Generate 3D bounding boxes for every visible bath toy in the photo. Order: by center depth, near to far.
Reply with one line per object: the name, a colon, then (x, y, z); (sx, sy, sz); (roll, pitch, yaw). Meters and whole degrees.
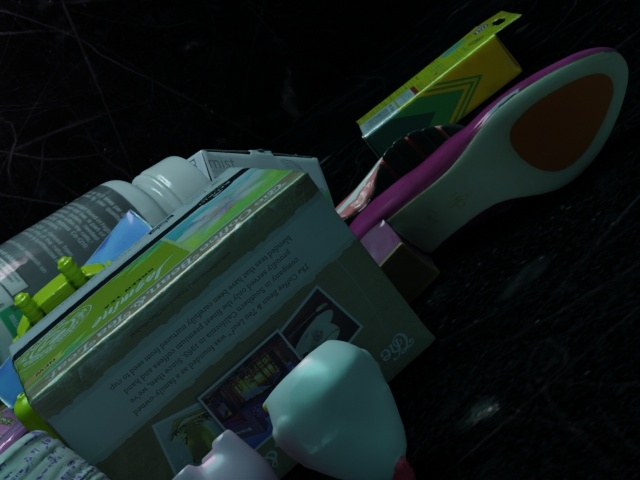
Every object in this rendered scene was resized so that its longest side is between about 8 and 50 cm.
bath toy: (-0.065, 0.224, 0.938); (0.348, 0.129, 0.151); (-42, -8, -19)

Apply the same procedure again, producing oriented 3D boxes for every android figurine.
android figurine: (-0.239, 0.138, 1.482); (0.248, 0.273, 0.056); (-39, 25, -9)

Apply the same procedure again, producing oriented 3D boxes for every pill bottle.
pill bottle: (-0.298, 0.047, 1.706); (0.361, 0.204, 0.204); (-35, 8, -25)

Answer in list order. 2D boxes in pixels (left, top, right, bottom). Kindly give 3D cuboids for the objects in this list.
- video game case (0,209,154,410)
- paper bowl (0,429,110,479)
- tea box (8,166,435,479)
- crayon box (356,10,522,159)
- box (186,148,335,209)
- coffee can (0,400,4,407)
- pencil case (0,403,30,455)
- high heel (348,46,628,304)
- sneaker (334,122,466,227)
video game case: (-0.244, 0.125, 1.602); (0.269, 0.061, 0.244); (-51, -32, -2)
paper bowl: (-0.259, 0.307, 1.043); (0.284, 0.148, 0.284); (-56, -2, -3)
tea box: (-0.115, 0.107, 1.306); (0.329, 0.220, 0.323); (-41, 15, -11)
crayon box: (0.211, -0.253, 2.132); (0.318, 0.081, 0.202); (-38, 11, 7)
box: (-0.148, -0.037, 2.000); (0.231, 0.127, 0.262); (-29, -19, 36)
coffee can: (-0.622, 0.237, 2.351); (0.201, 0.275, 0.201); (-38, 10, 8)
pencil case: (-0.403, 0.282, 1.747); (0.160, 0.167, 0.386); (7, 42, 43)
high heel: (0.169, -0.090, 1.420); (0.377, 0.127, 0.181); (-40, 22, 9)
sneaker: (0.068, -0.039, 1.617); (0.314, 0.116, 0.136); (-41, 9, -12)
